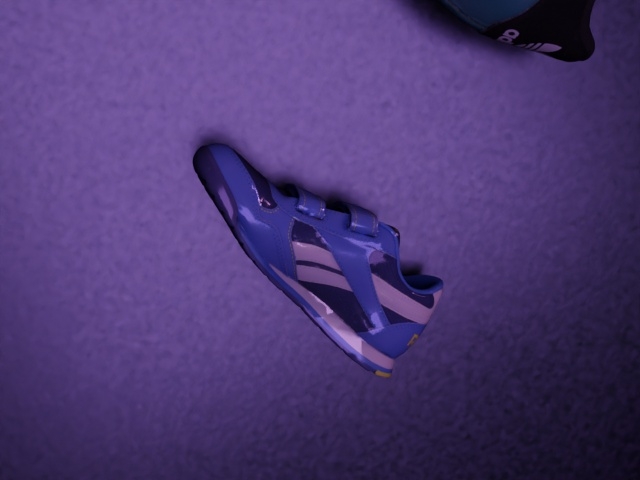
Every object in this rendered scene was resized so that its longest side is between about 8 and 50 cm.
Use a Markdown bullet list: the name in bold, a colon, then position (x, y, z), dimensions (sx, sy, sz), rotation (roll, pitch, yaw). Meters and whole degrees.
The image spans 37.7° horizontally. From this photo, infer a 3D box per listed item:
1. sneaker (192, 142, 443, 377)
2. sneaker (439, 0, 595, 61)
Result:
- **sneaker**: position (0.000, 0.000, 0.442), dimensions (0.059, 0.053, 0.144), rotation (-44, 112, 3)
- **sneaker**: position (0.159, -0.213, 0.398), dimensions (0.121, 0.108, 0.302), rotation (37, 102, -13)
